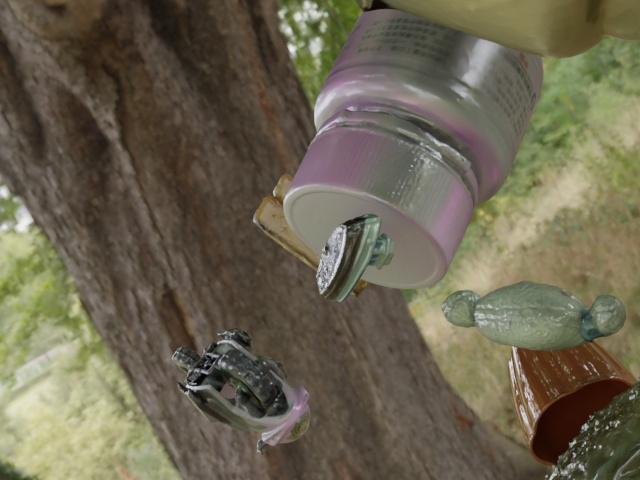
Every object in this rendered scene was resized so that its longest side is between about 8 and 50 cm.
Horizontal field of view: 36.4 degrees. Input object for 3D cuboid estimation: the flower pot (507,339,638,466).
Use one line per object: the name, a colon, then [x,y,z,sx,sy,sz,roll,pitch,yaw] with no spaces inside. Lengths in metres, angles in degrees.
flower pot: [0.368,0.220,1.457,0.190,0.191,0.173,-27,38,3]

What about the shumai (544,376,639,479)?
shumai: [0.420,0.320,1.066,0.397,0.323,0.324,-49,-14,1]

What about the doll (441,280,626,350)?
doll: [0.224,0.081,1.017,0.103,0.072,0.214,18,-15,-42]

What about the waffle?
waffle: [0.000,0.000,1.626,0.098,0.224,0.328,-52,-2,-2]

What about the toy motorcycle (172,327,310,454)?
toy motorcycle: [-0.126,0.240,1.543,0.143,0.188,0.327,-53,18,-19]

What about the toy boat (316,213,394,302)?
toy boat: [0.041,0.017,1.034,0.066,0.059,0.140,0,-35,-17]

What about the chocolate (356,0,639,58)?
chocolate: [0.197,-0.327,0.854,0.297,0.326,0.314,27,79,32]

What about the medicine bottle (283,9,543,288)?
medicine bottle: [0.113,-0.128,1.197,0.256,0.256,0.325,-13,45,51]
